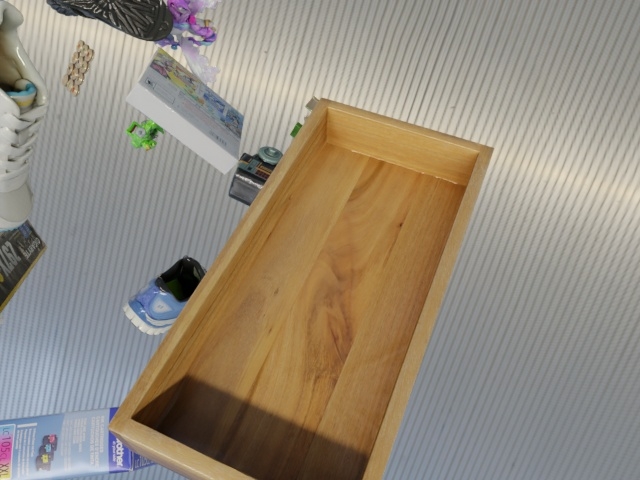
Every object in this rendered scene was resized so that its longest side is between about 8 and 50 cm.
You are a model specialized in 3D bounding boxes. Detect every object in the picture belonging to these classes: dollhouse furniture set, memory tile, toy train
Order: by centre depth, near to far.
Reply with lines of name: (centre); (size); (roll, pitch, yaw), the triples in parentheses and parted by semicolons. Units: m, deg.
toy train: (-0.094, -0.134, 1.487); (0.334, 0.190, 0.142); (27, 127, 0)
memory tile: (-0.698, -0.496, 1.543); (0.113, 0.012, 0.147); (43, 111, 35)
dollhouse furniture set: (-0.035, -0.387, 1.728); (0.076, 0.151, 0.058); (35, 148, -3)

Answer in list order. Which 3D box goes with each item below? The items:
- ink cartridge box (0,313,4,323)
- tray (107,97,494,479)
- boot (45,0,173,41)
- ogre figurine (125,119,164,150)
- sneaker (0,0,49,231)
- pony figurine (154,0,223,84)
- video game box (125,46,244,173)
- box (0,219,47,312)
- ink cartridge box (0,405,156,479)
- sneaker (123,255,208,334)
ink cartridge box: (-0.875, 0.183, 1.139); (0.211, 0.289, 0.121); (-27, 84, 12)
tray: (0.012, 0.040, 0.516); (0.203, 0.410, 0.076); (20, 147, 12)
boot: (-0.592, -0.655, 1.491); (0.348, 0.260, 0.131); (19, 95, -24)
ogre figurine: (-0.545, -0.348, 1.702); (0.197, 0.118, 0.096); (8, 138, 49)
sneaker: (-0.305, -0.108, 0.496); (0.093, 0.087, 0.228); (7, 122, 7)
pony figurine: (-0.447, -0.678, 1.661); (0.364, 0.351, 0.302); (4, 115, -34)
video game box: (-0.231, -0.235, 0.961); (0.205, 0.187, 0.048); (37, 118, -26)
box: (-0.572, 0.089, 0.780); (0.257, 0.322, 0.079); (-27, 114, -3)
ink cartridge box: (-0.537, 0.485, 1.298); (0.396, 0.270, 0.151); (-8, 72, 1)
sneaker: (-0.291, 0.115, 1.244); (0.129, 0.330, 0.147); (47, 109, 10)
